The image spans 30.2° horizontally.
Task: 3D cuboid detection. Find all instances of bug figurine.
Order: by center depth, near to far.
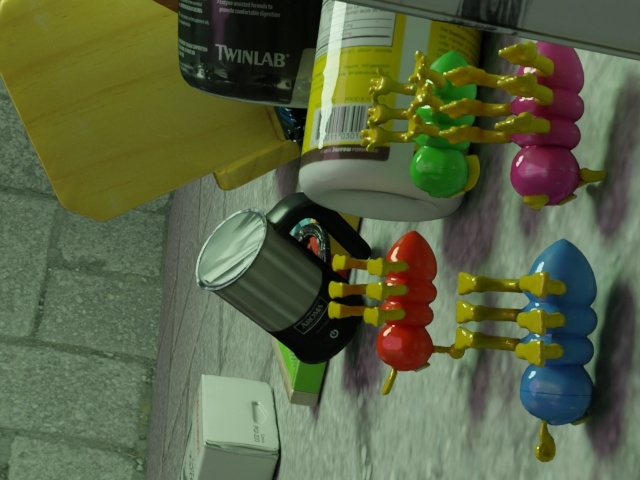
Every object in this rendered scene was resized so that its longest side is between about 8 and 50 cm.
[{"bbox_3d":[0.087,-0.005,0.662,0.279,0.072,0.216,-172,86,-71],"label":"bug figurine"}]

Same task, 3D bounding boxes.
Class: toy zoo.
[{"bbox_3d":[0.000,0.000,1.225,0.192,0.030,0.293,-118,39,-72],"label":"toy zoo"}]

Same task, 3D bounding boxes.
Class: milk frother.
[{"bbox_3d":[-0.041,0.020,1.071,0.143,0.135,0.129,13,67,53],"label":"milk frother"}]

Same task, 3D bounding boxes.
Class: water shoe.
[{"bbox_3d":[-0.011,-0.154,1.373,0.203,0.073,0.080,-150,49,-82],"label":"water shoe"}]

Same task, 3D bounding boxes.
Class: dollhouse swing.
[{"bbox_3d":[-0.226,-0.239,1.529,0.315,0.305,0.347,-106,-4,-66],"label":"dollhouse swing"}]

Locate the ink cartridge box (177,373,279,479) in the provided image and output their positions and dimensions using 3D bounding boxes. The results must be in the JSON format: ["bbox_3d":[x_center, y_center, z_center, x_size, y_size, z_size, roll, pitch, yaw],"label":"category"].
[{"bbox_3d":[-0.119,0.292,1.410,0.158,0.092,0.218,-105,29,-65],"label":"ink cartridge box"}]

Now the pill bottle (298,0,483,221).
[{"bbox_3d":[0.054,-0.128,0.841,0.117,0.117,0.215,144,135,-74],"label":"pill bottle"}]

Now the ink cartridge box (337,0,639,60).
[{"bbox_3d":[0.055,-0.191,0.463,0.121,0.289,0.211,-118,40,-77],"label":"ink cartridge box"}]

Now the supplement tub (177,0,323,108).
[{"bbox_3d":[-0.013,-0.290,0.969,0.207,0.207,0.338,-115,26,-71],"label":"supplement tub"}]

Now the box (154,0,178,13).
[{"bbox_3d":[-0.121,-0.351,1.194,0.215,0.345,0.168,-1,80,33],"label":"box"}]
